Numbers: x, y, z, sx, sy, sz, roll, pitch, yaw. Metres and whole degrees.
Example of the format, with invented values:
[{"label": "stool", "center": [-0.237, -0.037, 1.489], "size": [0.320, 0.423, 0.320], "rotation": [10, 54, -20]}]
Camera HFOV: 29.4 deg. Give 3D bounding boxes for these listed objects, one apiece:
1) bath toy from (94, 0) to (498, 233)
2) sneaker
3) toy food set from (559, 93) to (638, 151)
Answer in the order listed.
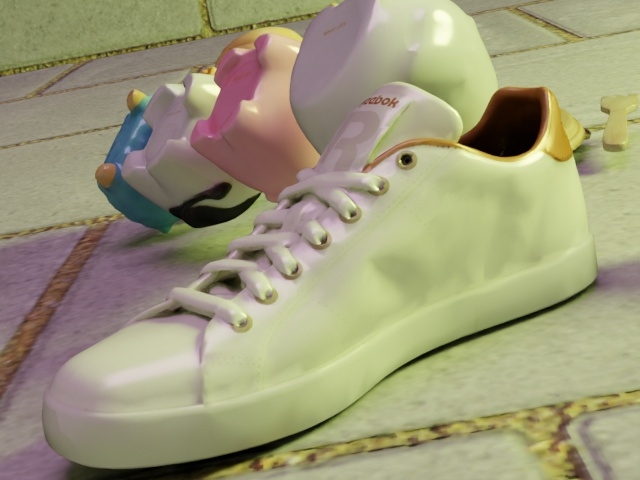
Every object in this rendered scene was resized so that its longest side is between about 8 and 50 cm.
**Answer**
[{"label": "bath toy", "center": [-0.009, -0.075, 0.751], "size": [0.129, 0.151, 0.348], "rotation": [30, -18, -26]}, {"label": "sneaker", "center": [0.000, 0.000, 0.544], "size": [0.290, 0.123, 0.106], "rotation": [-22, 21, -33]}, {"label": "toy food set", "center": [0.130, -0.068, 0.883], "size": [0.192, 0.039, 0.132], "rotation": [0, 24, 17]}]
